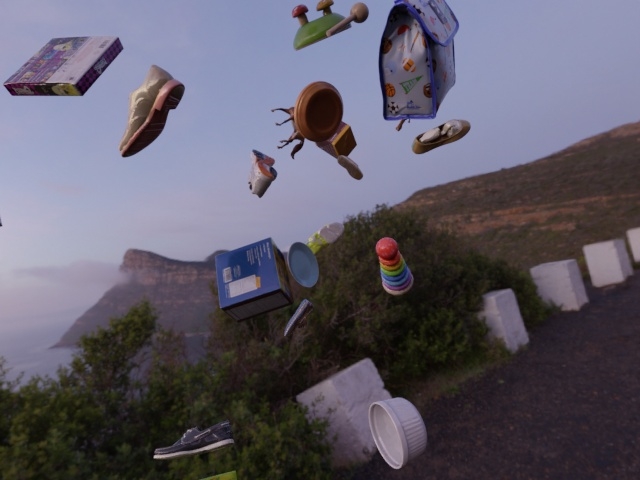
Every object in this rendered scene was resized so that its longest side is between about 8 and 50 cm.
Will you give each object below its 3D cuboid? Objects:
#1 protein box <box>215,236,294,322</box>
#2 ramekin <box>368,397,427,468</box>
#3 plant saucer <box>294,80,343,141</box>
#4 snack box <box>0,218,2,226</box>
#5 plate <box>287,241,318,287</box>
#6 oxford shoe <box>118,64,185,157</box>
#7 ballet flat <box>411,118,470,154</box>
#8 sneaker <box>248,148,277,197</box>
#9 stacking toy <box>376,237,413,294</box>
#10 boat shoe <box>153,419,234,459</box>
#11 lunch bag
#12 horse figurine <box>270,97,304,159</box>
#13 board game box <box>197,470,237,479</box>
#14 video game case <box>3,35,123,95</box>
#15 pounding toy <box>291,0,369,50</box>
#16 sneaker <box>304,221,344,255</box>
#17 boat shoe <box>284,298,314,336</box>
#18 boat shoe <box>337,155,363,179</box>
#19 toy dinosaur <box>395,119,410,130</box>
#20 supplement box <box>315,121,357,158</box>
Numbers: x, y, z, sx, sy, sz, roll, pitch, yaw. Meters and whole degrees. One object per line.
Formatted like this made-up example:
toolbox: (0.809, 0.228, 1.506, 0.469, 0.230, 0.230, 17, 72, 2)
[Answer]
protein box: (-0.218, 0.129, 1.358, 0.201, 0.199, 0.136, -19, -33, 5)
ramekin: (0.255, 0.619, 1.350, 0.109, 0.207, 0.207, -10, -4, -22)
plant saucer: (0.004, -0.429, 1.386, 0.200, 0.199, 0.037, -7, 25, -37)
snack box: (-0.964, -0.178, 1.112, 0.060, 0.187, 0.322, -18, -18, -25)
plate: (-0.073, 0.097, 1.633, 0.024, 0.188, 0.188, -21, -9, 34)
oxford shoe: (-0.694, -0.500, 1.624, 0.397, 0.146, 0.140, -46, 3, 17)
ballet flat: (0.427, -0.372, 1.439, 0.232, 0.080, 0.073, -28, -25, -4)
sneaker: (-0.232, -0.250, 1.534, 0.099, 0.121, 0.262, 23, 23, -20)
stacking toy: (0.301, 0.099, 1.752, 0.141, 0.141, 0.330, -11, -39, 15)
boat shoe: (-0.381, 0.608, 1.246, 0.233, 0.079, 0.084, -11, -31, -10)
lunch bag: (0.350, -0.669, 1.454, 0.239, 0.385, 0.327, 5, 40, 28)
horse figurine: (-0.115, -0.489, 1.775, 0.175, 0.263, 0.066, -27, 42, -22)
board game box: (-0.346, 0.727, 1.210, 0.092, 0.043, 0.181, -37, -34, 31)
video game case: (-0.666, -0.460, 1.082, 0.210, 0.232, 0.041, 4, -37, 10)
pounding toy: (0.004, -0.642, 1.189, 0.183, 0.110, 0.237, -36, 27, -25)
sneaker: (0.000, 0.000, 1.880, 0.240, 0.091, 0.126, -34, -2, -4)
boat shoe: (-0.090, 0.351, 1.808, 0.066, 0.183, 0.066, 35, -4, -9)
boat shoe: (0.125, -0.288, 1.611, 0.045, 0.135, 0.050, -19, -30, -44)
toy dinosaur: (0.377, -0.581, 1.794, 0.112, 0.211, 0.064, -9, 22, -34)
supplement box: (0.061, -0.542, 2.149, 0.129, 0.194, 0.191, -51, -23, -4)
